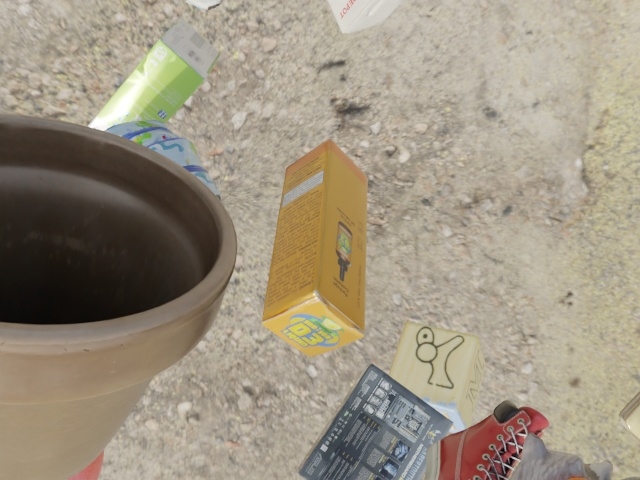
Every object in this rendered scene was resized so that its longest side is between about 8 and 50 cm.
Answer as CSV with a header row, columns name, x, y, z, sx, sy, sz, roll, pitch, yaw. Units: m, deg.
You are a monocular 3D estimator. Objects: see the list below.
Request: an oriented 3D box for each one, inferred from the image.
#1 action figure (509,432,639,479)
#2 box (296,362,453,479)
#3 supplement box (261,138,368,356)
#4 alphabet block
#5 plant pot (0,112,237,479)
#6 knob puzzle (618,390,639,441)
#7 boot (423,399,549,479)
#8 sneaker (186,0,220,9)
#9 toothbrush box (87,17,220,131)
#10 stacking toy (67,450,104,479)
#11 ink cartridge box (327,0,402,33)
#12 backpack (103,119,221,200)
name,x,y,z,sx,sy,sz,roll,pitch,yaw
action figure,0.261,0.201,0.318,0.341,0.330,0.178,-48,129,-19
box,0.097,0.366,1.010,0.183,0.059,0.232,35,74,4
supplement box,0.000,0.000,0.600,0.080,0.233,0.078,-29,126,28
alphabet block,0.290,0.344,1.425,0.192,0.193,0.197,10,60,28
plant pot,-0.220,0.062,0.432,0.263,0.263,0.229,17,120,-11
knob puzzle,0.267,0.087,0.266,0.213,0.030,0.213,0,88,3
boot,0.225,0.298,0.737,0.176,0.244,0.088,-38,94,15
sneaker,-0.177,-0.389,0.721,0.071,0.083,0.190,-29,113,-11
toothbrush box,-0.369,-0.329,1.264,0.283,0.206,0.122,-39,114,22
stacking toy,-0.497,0.449,0.963,0.351,0.350,0.479,-13,73,-9
ink cartridge box,0.075,-0.603,1.157,0.117,0.207,0.283,-24,88,-27
backpack,-0.349,-0.051,1.029,0.290,0.356,0.273,-18,92,-52
